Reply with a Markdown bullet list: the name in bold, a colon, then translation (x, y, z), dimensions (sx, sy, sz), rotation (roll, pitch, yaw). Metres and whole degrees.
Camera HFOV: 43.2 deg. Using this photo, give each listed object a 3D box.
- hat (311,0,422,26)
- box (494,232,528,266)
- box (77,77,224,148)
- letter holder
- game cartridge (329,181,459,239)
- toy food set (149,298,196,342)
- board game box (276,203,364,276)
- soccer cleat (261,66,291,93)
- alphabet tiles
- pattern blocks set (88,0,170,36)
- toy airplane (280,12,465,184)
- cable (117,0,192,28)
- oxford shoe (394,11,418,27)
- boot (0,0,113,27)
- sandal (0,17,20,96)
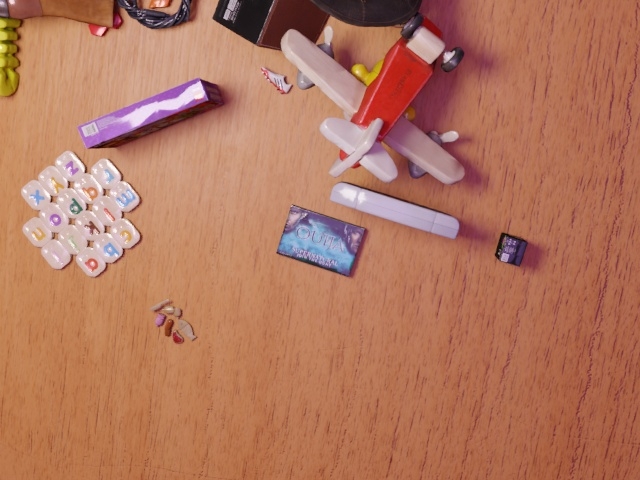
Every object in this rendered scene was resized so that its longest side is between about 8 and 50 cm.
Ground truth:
- **hat**: translation (0.059, -0.575, 1.681), dimensions (0.331, 0.134, 0.331), rotation (2, 86, -25)
- **box**: translation (0.446, 0.021, 1.895), dimensions (0.052, 0.083, 0.062), rotation (17, 99, 2)
- **box**: translation (-0.377, -0.285, 1.837), dimensions (0.293, 0.201, 0.057), rotation (-20, 96, 6)
- **letter holder**: translation (-0.071, -0.588, 1.800), dimensions (0.152, 0.214, 0.301), rotation (36, 112, 27)
- **game cartridge**: translation (0.167, -0.072, 1.841), dimensions (0.294, 0.196, 0.060), rotation (17, 99, 0)
- **toy food set**: translation (-0.367, 0.203, 2.000), dimensions (0.078, 0.019, 0.122), rotation (-27, 104, 7)
- **board game box**: translation (0.000, 0.000, 1.946), dimensions (0.186, 0.026, 0.126), rotation (18, 99, 0)
- **soccer cleat**: translation (-0.104, -0.381, 1.897), dimensions (0.083, 0.029, 0.035), rotation (45, 89, -7)
- **alphabet tiles**: translation (-0.582, -0.064, 1.971), dimensions (0.284, 0.021, 0.278), rotation (-39, 94, 7)
- **pattern blocks set**: translation (-0.448, -0.657, 1.875), dimensions (0.325, 0.026, 0.285), rotation (-27, 96, 6)
- **toy airplane**: translation (0.121, -0.287, 1.775), dimensions (0.385, 0.272, 0.386), rotation (-11, 89, -22)
- **cable**: translation (-0.379, -0.560, 1.848), dimensions (0.184, 0.047, 0.150), rotation (42, 98, -4)
- **oxford shoe**: translation (0.184, -0.652, 1.788), dimensions (0.123, 0.130, 0.348), rotation (2, 99, 0)
- **boot**: translation (-0.596, -0.615, 1.792), dimensions (0.281, 0.096, 0.264), rotation (-2, 86, -21)
- **sandal**: translation (-0.772, -0.500, 1.871), dimensions (0.138, 0.126, 0.317), rotation (11, 97, 6)
